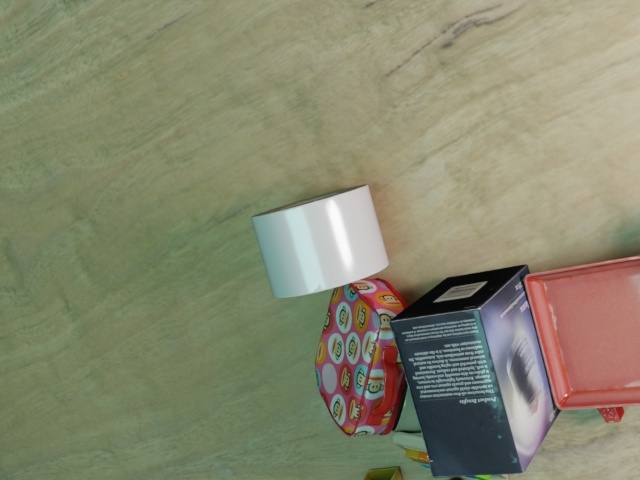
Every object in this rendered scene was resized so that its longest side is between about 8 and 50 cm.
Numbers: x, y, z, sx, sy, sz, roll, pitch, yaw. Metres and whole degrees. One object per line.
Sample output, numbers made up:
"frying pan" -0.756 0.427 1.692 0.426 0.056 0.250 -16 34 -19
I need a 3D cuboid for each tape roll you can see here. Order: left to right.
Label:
"tape roll" 0.000 0.000 1.621 0.246 0.246 0.169 -13 96 33

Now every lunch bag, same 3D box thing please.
"lunch bag" 0.094 0.239 1.633 0.258 0.120 0.293 -131 49 -59

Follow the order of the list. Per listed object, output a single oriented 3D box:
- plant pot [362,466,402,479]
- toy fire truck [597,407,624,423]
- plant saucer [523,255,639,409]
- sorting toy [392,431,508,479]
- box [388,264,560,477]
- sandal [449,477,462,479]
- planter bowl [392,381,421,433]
"plant pot" 0.140 0.559 1.787 0.082 0.081 0.083 -17 104 33
"toy fire truck" 0.547 0.226 1.473 0.135 0.047 0.192 -21 91 34
"plant saucer" 0.512 0.160 1.422 0.258 0.048 0.259 -13 93 35
"sorting toy" 0.261 0.446 1.632 0.193 0.208 0.038 5 63 30
"box" 0.296 0.228 1.477 0.183 0.296 0.294 -12 98 32
"sandal" 0.300 0.586 1.690 0.067 0.040 0.179 -30 70 25
"planter bowl" 0.214 0.317 1.644 0.109 0.162 0.162 12 111 0
